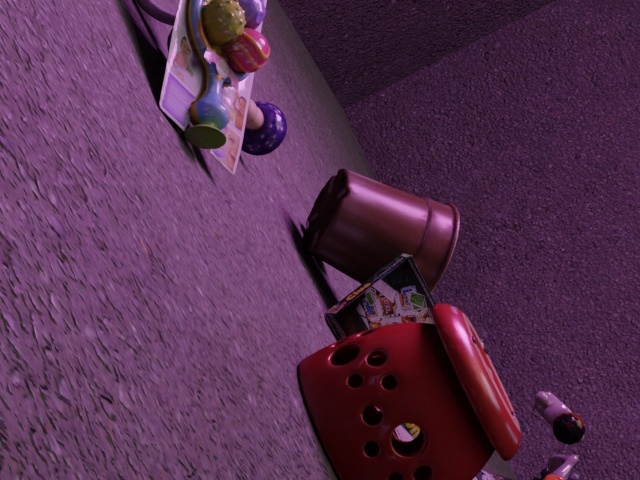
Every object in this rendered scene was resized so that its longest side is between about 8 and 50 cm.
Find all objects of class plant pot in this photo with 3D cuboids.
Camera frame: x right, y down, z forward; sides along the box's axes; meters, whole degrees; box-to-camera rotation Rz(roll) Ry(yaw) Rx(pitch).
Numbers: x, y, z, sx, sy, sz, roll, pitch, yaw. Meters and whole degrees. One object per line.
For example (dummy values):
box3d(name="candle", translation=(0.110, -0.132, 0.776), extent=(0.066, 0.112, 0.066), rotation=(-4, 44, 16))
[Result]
box3d(name="plant pot", translation=(0.075, -0.009, 1.728), extent=(0.165, 0.167, 0.167), rotation=(26, 19, -15))
box3d(name="plant pot", translation=(0.094, 0.169, 1.260), extent=(0.191, 0.174, 0.191), rotation=(62, 9, -17))

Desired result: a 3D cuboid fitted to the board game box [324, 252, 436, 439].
box3d(name="board game box", translation=(0.118, 0.158, 1.673), extent=(0.030, 0.136, 0.259), rotation=(17, -40, 59))

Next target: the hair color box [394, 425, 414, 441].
box3d(name="hair color box", translation=(0.087, 0.249, 1.448), extent=(0.072, 0.043, 0.141), rotation=(67, 6, 27))

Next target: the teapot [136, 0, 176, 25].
box3d(name="teapot", translation=(-0.174, -0.404, 1.419), extent=(0.256, 0.187, 0.252), rotation=(47, -34, 42))

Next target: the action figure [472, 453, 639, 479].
box3d(name="action figure", translation=(0.288, 0.369, 1.737), extent=(0.330, 0.178, 0.341), rotation=(-11, 74, -50))

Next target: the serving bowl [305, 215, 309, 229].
box3d(name="serving bowl", translation=(0.000, 0.000, 1.827), extent=(0.083, 0.027, 0.083), rotation=(61, 7, -12))

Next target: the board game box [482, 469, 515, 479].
box3d(name="board game box", translation=(0.323, 0.468, 2.051), extent=(0.165, 0.042, 0.243), rotation=(21, 20, -15))

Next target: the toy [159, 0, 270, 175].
box3d(name="toy", translation=(-0.091, -0.203, 1.312), extent=(0.137, 0.056, 0.237), rotation=(43, 49, -48))

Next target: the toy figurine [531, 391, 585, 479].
box3d(name="toy figurine", translation=(0.305, 0.337, 1.963), extent=(0.148, 0.210, 0.213), rotation=(-119, -146, -79))

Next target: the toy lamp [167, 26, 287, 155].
box3d(name="toy lamp", translation=(-0.108, -0.177, 1.462), extent=(0.080, 0.080, 0.274), rotation=(65, 5, 18))
